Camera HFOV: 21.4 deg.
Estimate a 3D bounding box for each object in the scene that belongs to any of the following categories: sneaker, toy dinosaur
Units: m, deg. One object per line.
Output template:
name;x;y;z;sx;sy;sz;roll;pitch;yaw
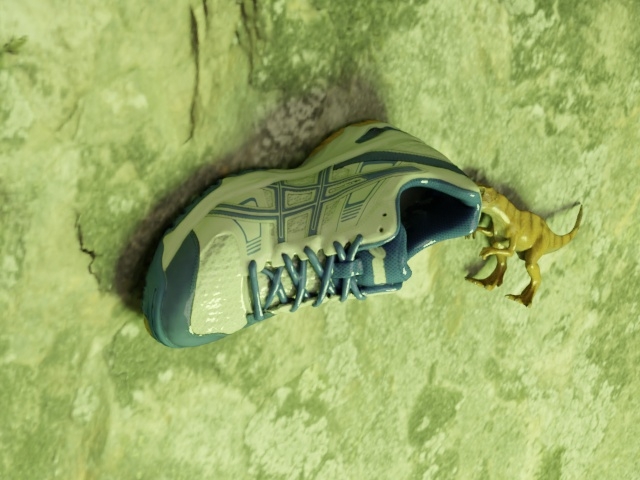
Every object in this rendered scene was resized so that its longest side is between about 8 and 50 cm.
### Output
sneaker;0.000;0.000;1.310;0.296;0.131;0.111;-34;135;-30
toy dinosaur;0.197;0.003;1.587;0.211;0.064;0.112;20;94;-52
